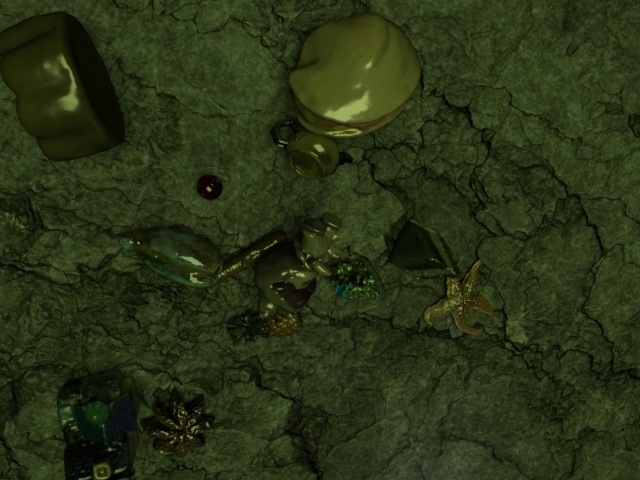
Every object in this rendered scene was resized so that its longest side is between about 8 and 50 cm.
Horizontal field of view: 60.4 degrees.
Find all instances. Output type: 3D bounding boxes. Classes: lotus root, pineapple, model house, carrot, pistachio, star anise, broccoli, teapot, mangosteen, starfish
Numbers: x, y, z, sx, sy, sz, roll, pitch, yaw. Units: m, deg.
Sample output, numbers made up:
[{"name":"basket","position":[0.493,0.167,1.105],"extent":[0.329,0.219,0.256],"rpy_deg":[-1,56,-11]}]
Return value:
[{"name":"lotus root","position":[-0.459,0.037,1.705],"extent":[0.322,0.140,0.158],"rpy_deg":[24,119,-7]},{"name":"pineapple","position":[-0.187,0.280,1.829],"extent":[0.248,0.128,0.128],"rpy_deg":[-16,105,-2]},{"name":"model house","position":[-0.682,0.595,1.694],"extent":[0.243,0.284,0.299],"rpy_deg":[-10,104,-16]},{"name":"carrot","position":[-0.259,0.072,1.792],"extent":[0.342,0.070,0.070],"rpy_deg":[-32,107,-4]},{"name":"pistachio","position":[0.098,-0.494,1.645],"extent":[0.365,0.281,0.445],"rpy_deg":[42,70,16]},{"name":"star anise","position":[-0.476,0.625,1.837],"extent":[0.236,0.109,0.223],"rpy_deg":[20,100,-18]},{"name":"broccoli","position":[0.118,0.137,1.846],"extent":[0.154,0.160,0.167],"rpy_deg":[-25,88,-7]},{"name":"teapot","position":[-0.023,-0.303,1.734],"extent":[0.269,0.173,0.183],"rpy_deg":[30,61,-2]},{"name":"mangosteen","position":[-0.346,-0.165,1.719],"extent":[0.080,0.081,0.081],"rpy_deg":[-3,102,-13]},{"name":"starfish","position":[0.526,0.206,2.009],"extent":[0.299,0.060,0.303],"rpy_deg":[-1,101,-11]}]

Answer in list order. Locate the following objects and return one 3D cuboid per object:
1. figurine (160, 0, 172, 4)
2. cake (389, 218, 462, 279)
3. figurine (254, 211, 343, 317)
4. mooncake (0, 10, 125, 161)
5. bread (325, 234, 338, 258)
[{"name":"figurine","position":[-0.452,-0.733,1.574],"extent":[0.086,0.094,0.082],"rpy_deg":[42,48,-44]},{"name":"cake","position":[0.344,0.081,1.835],"extent":[0.158,0.284,0.172],"rpy_deg":[26,111,-17]},{"name":"figurine","position":[-0.072,0.069,1.679],"extent":[0.203,0.248,0.381],"rpy_deg":[35,127,-2]},{"name":"mooncake","position":[-0.677,-0.390,1.443],"extent":[0.200,0.378,0.379],"rpy_deg":[-18,105,-3]},{"name":"bread","position":[0.001,0.021,1.800],"extent":[0.077,0.152,0.105],"rpy_deg":[2,96,-13]}]
